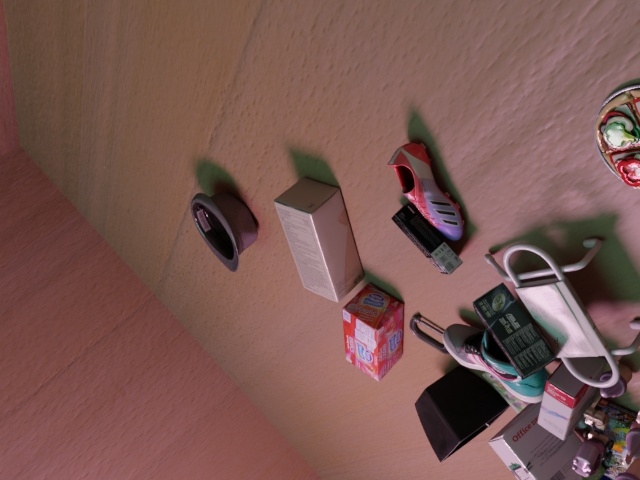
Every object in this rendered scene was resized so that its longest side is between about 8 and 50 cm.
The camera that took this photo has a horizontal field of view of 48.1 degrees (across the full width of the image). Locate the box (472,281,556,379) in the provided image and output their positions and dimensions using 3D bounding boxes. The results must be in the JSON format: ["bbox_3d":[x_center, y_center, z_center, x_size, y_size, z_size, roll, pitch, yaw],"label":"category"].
[{"bbox_3d":[0.397,0.189,1.477,0.180,0.077,0.147,58,-174,19],"label":"box"}]

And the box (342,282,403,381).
[{"bbox_3d":[0.150,0.262,2.028,0.128,0.122,0.257,31,147,30],"label":"box"}]

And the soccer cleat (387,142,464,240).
[{"bbox_3d":[0.224,-0.092,1.533,0.083,0.095,0.248,-1,124,54],"label":"soccer cleat"}]

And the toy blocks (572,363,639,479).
[{"bbox_3d":[0.614,0.435,1.389,0.309,0.260,0.288,19,126,40],"label":"toy blocks"}]

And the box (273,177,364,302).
[{"bbox_3d":[0.000,0.000,1.924,0.148,0.121,0.311,22,142,39],"label":"box"}]

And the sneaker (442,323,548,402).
[{"bbox_3d":[0.387,0.237,1.644,0.295,0.124,0.178,30,152,43],"label":"sneaker"}]

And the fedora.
[{"bbox_3d":[-0.289,-0.048,2.262,0.275,0.124,0.243,44,150,26],"label":"fedora"}]

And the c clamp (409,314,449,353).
[{"bbox_3d":[0.302,0.245,1.911,0.161,0.022,0.137,26,149,33],"label":"c clamp"}]

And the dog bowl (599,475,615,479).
[{"bbox_3d":[0.721,0.676,1.756,0.265,0.104,0.265,34,148,25],"label":"dog bowl"}]

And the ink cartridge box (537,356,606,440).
[{"bbox_3d":[0.545,0.333,1.564,0.072,0.127,0.175,31,146,32],"label":"ink cartridge box"}]

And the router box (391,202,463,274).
[{"bbox_3d":[0.237,-0.003,1.617,0.179,0.046,0.133,48,180,2],"label":"router box"}]

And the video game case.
[{"bbox_3d":[0.524,0.386,1.764,0.212,0.023,0.193,49,151,1],"label":"video game case"}]

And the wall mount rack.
[{"bbox_3d":[0.466,0.126,1.440,0.304,0.130,0.350,-16,112,55],"label":"wall mount rack"}]

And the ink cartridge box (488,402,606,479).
[{"bbox_3d":[0.530,0.507,1.686,0.219,0.160,0.092,52,157,11],"label":"ink cartridge box"}]

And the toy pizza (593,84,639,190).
[{"bbox_3d":[0.519,-0.149,1.122,0.201,0.032,0.201,34,148,25],"label":"toy pizza"}]

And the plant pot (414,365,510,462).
[{"bbox_3d":[0.362,0.453,1.923,0.167,0.187,0.188,52,154,23],"label":"plant pot"}]

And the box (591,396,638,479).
[{"bbox_3d":[0.693,0.471,1.611,0.159,0.044,0.233,24,143,38],"label":"box"}]
